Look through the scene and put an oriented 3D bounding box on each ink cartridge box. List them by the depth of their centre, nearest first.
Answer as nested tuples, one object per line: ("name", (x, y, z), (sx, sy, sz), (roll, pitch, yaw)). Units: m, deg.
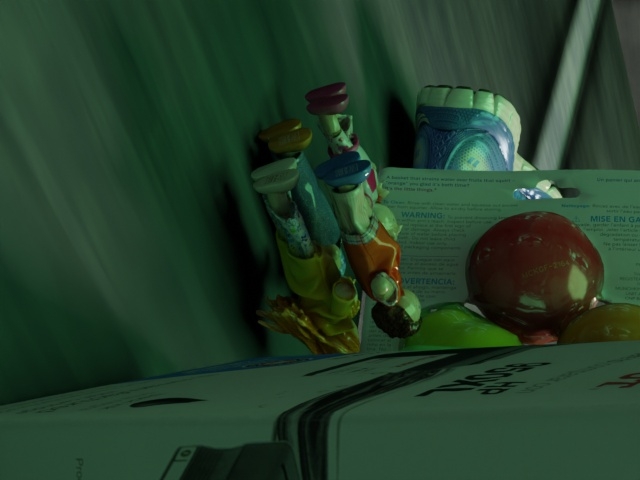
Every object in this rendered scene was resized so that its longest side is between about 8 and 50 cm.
("ink cartridge box", (0.051, 0.141, 0.799), (0.285, 0.394, 0.166), (-5, 90, -57))

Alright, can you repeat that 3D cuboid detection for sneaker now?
("sneaker", (0.157, -0.022, 1.696), (0.330, 0.129, 0.147), (49, 54, -55))

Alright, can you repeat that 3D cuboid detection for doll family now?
("doll family", (0.000, 0.000, 1.250), (0.263, 0.118, 0.163), (-97, 167, -67))

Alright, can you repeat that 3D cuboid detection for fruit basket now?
("fruit basket", (0.195, 0.085, 1.439), (0.165, 0.327, 0.353), (80, 14, -48))
